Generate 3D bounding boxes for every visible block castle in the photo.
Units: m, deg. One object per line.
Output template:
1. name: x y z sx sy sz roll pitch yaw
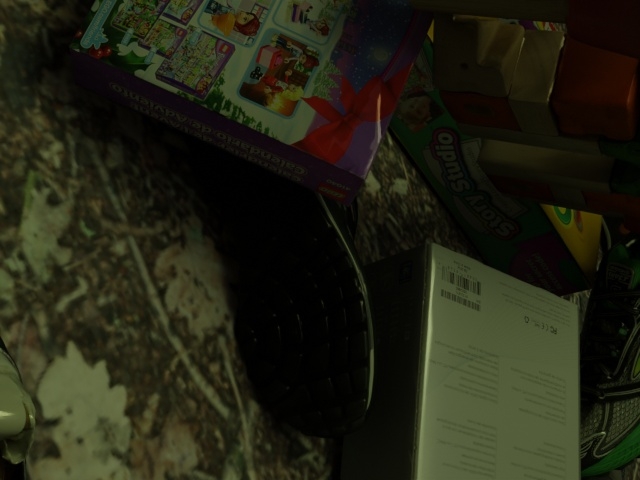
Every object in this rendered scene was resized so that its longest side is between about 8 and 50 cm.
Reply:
1. block castle: 0.254 -0.190 0.683 0.453 0.213 0.302 37 69 -62

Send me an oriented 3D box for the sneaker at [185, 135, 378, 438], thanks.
1. sneaker: 0.000 0.000 0.671 0.124 0.107 0.283 -1 74 -59

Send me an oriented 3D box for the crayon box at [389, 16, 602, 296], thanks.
1. crayon box: 0.202 -0.162 1.015 0.363 0.106 0.313 50 39 -25

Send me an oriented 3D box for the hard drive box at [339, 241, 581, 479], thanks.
1. hard drive box: 0.114 0.143 0.703 0.181 0.089 0.232 22 62 -31

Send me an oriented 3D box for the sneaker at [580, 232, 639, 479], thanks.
1. sneaker: 0.309 0.084 0.917 0.146 0.134 0.343 36 84 -36

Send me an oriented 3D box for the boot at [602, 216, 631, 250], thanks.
1. boot: 0.485 0.028 1.319 0.176 0.088 0.244 28 49 -45

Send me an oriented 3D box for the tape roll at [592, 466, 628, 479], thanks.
1. tape roll: 0.356 0.223 0.927 0.072 0.219 0.219 43 43 -33

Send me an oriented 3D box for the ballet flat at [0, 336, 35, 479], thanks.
1. ballet flat: -0.161 0.111 0.424 0.074 0.074 0.203 13 63 -50

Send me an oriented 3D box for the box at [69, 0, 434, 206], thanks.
1. box: -0.014 -0.194 0.617 0.201 0.057 0.293 24 71 -2
